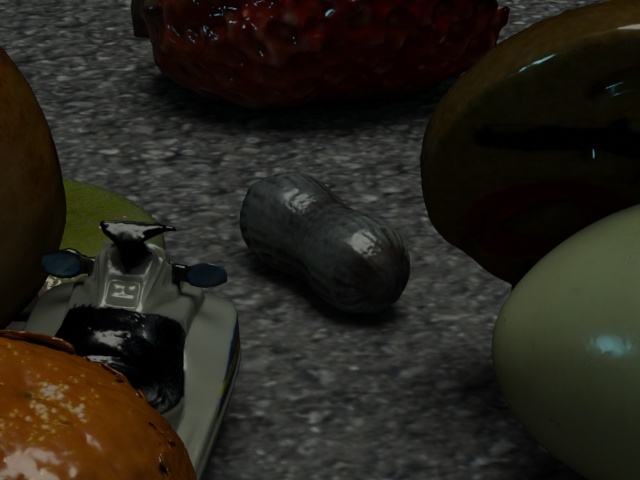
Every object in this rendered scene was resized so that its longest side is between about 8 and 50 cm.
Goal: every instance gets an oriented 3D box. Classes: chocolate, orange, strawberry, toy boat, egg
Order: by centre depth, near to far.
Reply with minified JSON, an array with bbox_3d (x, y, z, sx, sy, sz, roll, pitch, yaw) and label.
[{"bbox_3d":[-0.151,0.136,0.900,0.193,0.161,0.193,10,32,-6],"label":"orange"},{"bbox_3d":[0.223,0.064,1.089,0.254,0.188,0.188,3,22,5],"label":"egg"},{"bbox_3d":[-0.119,0.073,1.101,0.141,0.140,0.269,6,37,5],"label":"toy boat"},{"bbox_3d":[0.000,0.000,1.368,0.072,0.072,0.167,-12,29,-32],"label":"chocolate"},{"bbox_3d":[-0.003,-0.189,1.753,0.336,0.149,0.265,9,14,-15],"label":"strawberry"}]

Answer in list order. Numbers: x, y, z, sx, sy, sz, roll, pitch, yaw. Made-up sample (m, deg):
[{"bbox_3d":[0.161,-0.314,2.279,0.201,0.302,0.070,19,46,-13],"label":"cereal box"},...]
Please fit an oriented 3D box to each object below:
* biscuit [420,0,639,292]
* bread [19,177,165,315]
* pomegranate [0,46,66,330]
[{"bbox_3d":[0.226,-0.015,1.196,0.367,0.314,0.063,20,51,-26],"label":"biscuit"},{"bbox_3d":[-0.223,-0.004,1.392,0.228,0.033,0.228,2,24,-1],"label":"bread"},{"bbox_3d":[-0.295,-0.018,1.165,0.252,0.229,0.270,14,46,43],"label":"pomegranate"}]
